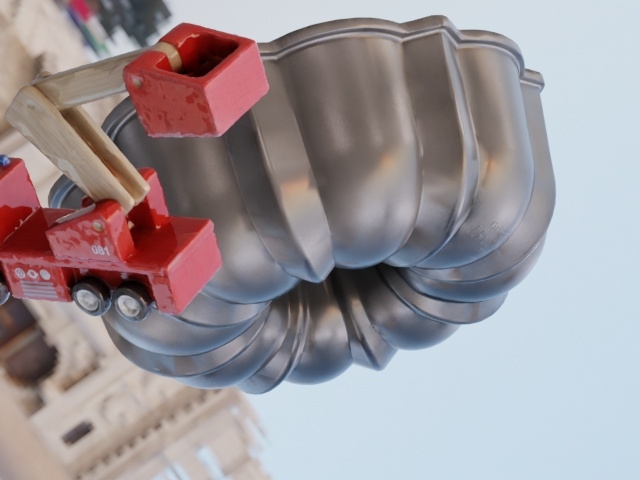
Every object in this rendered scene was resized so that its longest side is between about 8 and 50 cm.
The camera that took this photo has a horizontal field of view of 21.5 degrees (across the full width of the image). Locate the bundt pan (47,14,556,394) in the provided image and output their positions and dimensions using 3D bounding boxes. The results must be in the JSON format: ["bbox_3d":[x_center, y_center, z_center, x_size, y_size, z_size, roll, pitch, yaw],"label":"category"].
[{"bbox_3d":[0.000,0.000,1.068,0.331,0.124,0.331,-13,157,-6],"label":"bundt pan"}]

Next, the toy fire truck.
[{"bbox_3d":[-0.107,-0.031,0.783,0.192,0.135,0.047,5,-146,29],"label":"toy fire truck"}]
